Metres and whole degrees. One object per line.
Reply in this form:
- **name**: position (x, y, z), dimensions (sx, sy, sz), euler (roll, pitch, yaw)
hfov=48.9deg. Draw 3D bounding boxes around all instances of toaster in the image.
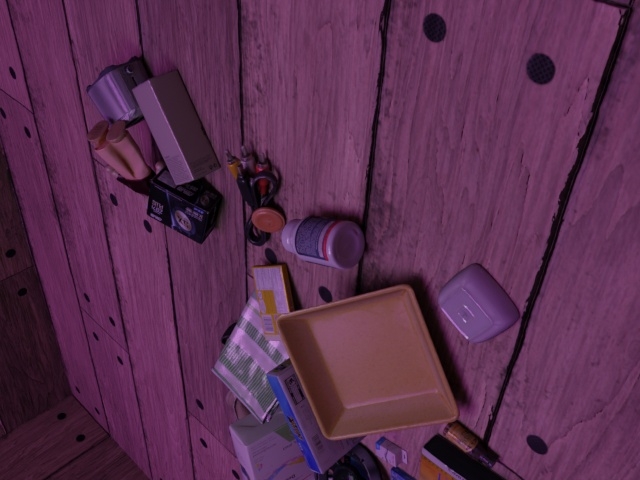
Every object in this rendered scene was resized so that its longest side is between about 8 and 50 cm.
- **toaster**: position (-0.538, -0.390, 1.914), dimensions (0.227, 0.129, 0.146), euler (-16, 104, 51)

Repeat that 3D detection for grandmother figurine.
- **grandmother figurine**: position (-0.519, -0.189, 1.982), dimensions (0.208, 0.104, 0.342), euler (13, 150, 32)

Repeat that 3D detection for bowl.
- **bowl**: position (0.293, 0.131, 1.352), dimensions (0.142, 0.053, 0.142), euler (51, 145, 9)

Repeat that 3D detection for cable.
- **cable**: position (-0.147, -0.102, 1.738), dimensions (0.140, 0.072, 0.287), euler (10, 138, 23)

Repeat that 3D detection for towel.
- **towel**: position (-0.160, 0.314, 1.939), dimensions (0.248, 0.038, 0.324), euler (40, 115, 25)

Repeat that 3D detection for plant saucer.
- **plant saucer**: position (0.109, 0.265, 1.564), dimensions (0.333, 0.081, 0.332), euler (-16, 103, 24)
- **plant saucer**: position (-0.128, -0.048, 1.725), dimensions (0.084, 0.013, 0.083), euler (7, 139, 6)

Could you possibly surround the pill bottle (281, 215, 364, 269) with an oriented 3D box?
- **pill bottle**: position (0.000, 0.000, 1.564), dimensions (0.180, 0.108, 0.107), euler (11, 123, 46)

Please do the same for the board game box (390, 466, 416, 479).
- **board game box**: position (0.225, 0.650, 1.850), dimensions (0.090, 0.020, 0.090), euler (25, 135, 38)

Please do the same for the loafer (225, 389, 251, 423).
- **loafer**: position (-0.234, 0.544, 2.272), dimensions (0.092, 0.102, 0.268), euler (32, 147, 31)

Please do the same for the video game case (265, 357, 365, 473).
- **video game case**: position (0.025, 0.373, 1.691), dimensions (0.061, 0.244, 0.269), euler (-4, 112, 55)

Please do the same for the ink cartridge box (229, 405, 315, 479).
- **ink cartridge box**: position (-0.133, 0.670, 2.128), dimensions (0.119, 0.207, 0.353), euler (33, 140, 49)

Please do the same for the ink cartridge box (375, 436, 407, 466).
- **ink cartridge box**: position (0.183, 0.551, 1.819), dimensions (0.083, 0.028, 0.048), euler (22, 131, 40)

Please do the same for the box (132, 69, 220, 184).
- **box**: position (-0.372, -0.288, 1.816), dimensions (0.113, 0.094, 0.275), euler (-5, 111, 52)

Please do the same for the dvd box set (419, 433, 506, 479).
- **dvd box set**: position (0.365, 0.693, 1.675), dimensions (0.308, 0.062, 0.420), euler (29, 136, 34)

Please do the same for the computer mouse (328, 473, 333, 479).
- **computer mouse**: position (0.047, 0.748, 2.121), dimensions (0.193, 0.042, 0.106), euler (-8, 110, 53)

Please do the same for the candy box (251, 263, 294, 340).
- **candy box**: position (-0.118, 0.164, 1.846), dimensions (0.105, 0.027, 0.205), euler (-4, 100, 34)

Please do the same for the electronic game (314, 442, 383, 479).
- **electronic game**: position (0.076, 0.666, 1.953), dimensions (0.229, 0.048, 0.229), euler (-1, 88, 37)

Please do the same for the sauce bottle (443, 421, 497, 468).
- **sauce bottle**: position (0.332, 0.451, 1.555), dimensions (0.128, 0.042, 0.042), euler (34, 138, 28)

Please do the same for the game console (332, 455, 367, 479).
- **game console**: position (0.094, 0.667, 1.978), dimensions (0.122, 0.071, 0.107), euler (29, 136, 35)

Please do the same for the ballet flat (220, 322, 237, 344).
- **ballet flat**: position (-0.187, 0.336, 2.053), dimensions (0.280, 0.096, 0.095), euler (26, 135, 38)

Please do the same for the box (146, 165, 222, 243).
- **box**: position (-0.374, -0.096, 1.923), dimensions (0.180, 0.077, 0.147), euler (29, 140, 3)
